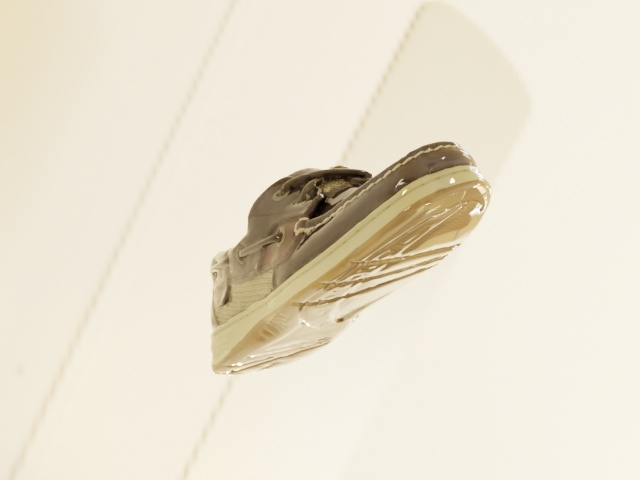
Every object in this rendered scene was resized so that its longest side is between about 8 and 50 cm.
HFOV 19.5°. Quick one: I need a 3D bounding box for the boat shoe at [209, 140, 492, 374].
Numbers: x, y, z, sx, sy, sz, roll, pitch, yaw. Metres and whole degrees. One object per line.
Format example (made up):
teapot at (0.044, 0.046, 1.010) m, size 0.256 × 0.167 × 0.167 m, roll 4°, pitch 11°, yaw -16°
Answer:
boat shoe at (0.000, 0.000, 1.127) m, size 0.103 × 0.285 × 0.092 m, roll -13°, pitch -106°, yaw -30°
